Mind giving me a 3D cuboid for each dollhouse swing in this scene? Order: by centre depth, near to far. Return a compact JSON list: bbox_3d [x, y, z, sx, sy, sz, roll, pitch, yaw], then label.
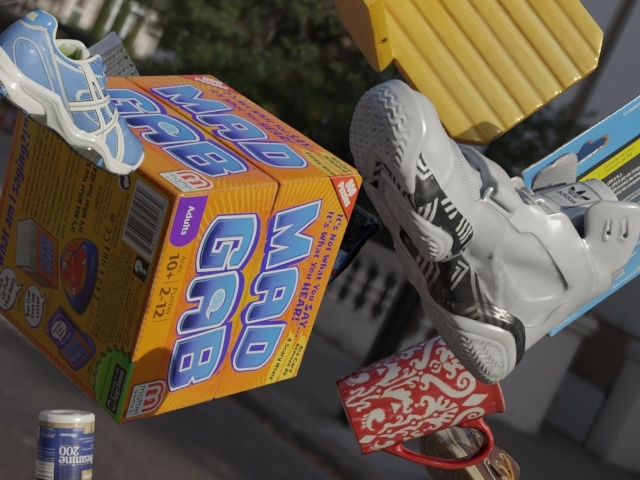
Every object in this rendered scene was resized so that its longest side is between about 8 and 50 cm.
[{"bbox_3d":[0.238,-0.369,1.930,0.305,0.347,0.315,54,-6,22],"label":"dollhouse swing"}]

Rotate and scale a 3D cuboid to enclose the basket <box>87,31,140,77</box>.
[{"bbox_3d":[-0.396,-0.274,2.247,0.103,0.113,0.167,55,26,-12],"label":"basket"}]

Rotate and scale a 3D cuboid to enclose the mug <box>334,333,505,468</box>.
[{"bbox_3d":[0.116,0.187,1.466,0.113,0.169,0.150,77,-7,-68],"label":"mug"}]

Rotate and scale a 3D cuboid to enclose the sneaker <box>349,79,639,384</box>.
[{"bbox_3d":[0.170,-0.039,1.221,0.137,0.210,0.366,49,-10,49],"label":"sneaker"}]

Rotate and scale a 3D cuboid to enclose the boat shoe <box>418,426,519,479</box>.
[{"bbox_3d":[0.251,0.360,2.015,0.123,0.123,0.342,-7,14,-10],"label":"boat shoe"}]

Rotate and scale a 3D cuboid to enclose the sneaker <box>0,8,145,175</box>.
[{"bbox_3d":[-0.213,-0.125,1.156,0.080,0.081,0.211,36,-3,33],"label":"sneaker"}]

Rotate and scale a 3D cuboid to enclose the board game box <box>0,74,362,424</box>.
[{"bbox_3d":[-0.224,-0.007,1.900,0.356,0.357,0.356,35,29,34],"label":"board game box"}]

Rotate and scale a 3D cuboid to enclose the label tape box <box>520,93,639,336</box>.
[{"bbox_3d":[0.381,-0.052,1.959,0.106,0.240,0.334,38,-26,46],"label":"label tape box"}]

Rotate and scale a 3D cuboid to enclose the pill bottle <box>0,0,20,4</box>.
[{"bbox_3d":[-0.293,-0.460,1.341,0.224,0.392,0.224,-15,11,3],"label":"pill bottle"}]

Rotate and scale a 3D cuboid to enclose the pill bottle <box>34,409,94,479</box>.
[{"bbox_3d":[-0.305,0.264,1.543,0.067,0.120,0.067,3,-1,0],"label":"pill bottle"}]

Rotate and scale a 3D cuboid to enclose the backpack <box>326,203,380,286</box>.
[{"bbox_3d":[0.000,0.000,2.294,0.117,0.173,0.158,37,-3,-19],"label":"backpack"}]
